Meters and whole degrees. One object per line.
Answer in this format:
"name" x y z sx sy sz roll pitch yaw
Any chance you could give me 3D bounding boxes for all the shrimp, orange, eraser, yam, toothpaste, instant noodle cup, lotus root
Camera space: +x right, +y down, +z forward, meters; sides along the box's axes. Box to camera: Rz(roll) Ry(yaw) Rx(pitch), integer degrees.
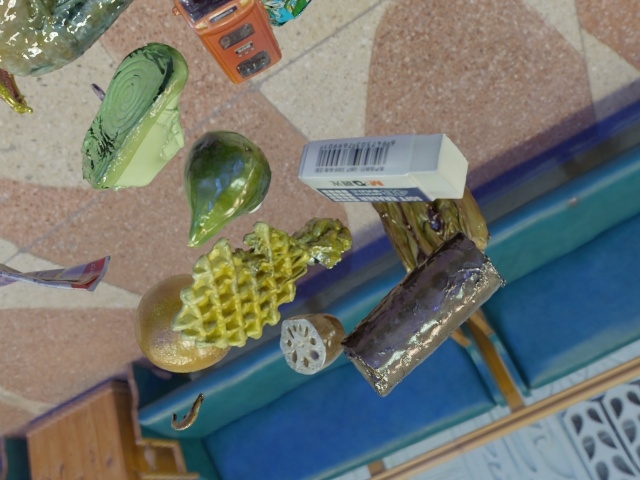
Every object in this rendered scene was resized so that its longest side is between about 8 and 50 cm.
"shrimp" -0.339 0.431 1.593 0.083 0.114 0.023 -11 124 31
"orange" -0.362 0.225 1.704 0.274 0.274 0.274 -15 149 -10
"eraser" 0.107 -0.125 1.120 0.279 0.081 0.124 2 162 35
"shrimp" -0.477 -0.490 1.224 0.446 0.110 0.221 -37 147 2
"yam" 0.161 0.110 0.989 0.280 0.131 0.131 -42 150 -8
"toothpaste" -0.517 0.064 1.159 0.301 0.048 0.075 -2 -159 23
"instant noodle cup" -0.163 -0.726 1.746 0.240 0.240 0.178 -43 160 33
"lotus root" -0.014 0.198 1.217 0.122 0.112 0.081 -11 179 43

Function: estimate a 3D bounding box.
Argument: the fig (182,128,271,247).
"fig" -0.231 -0.107 1.416 0.206 0.275 0.206 21 158 9

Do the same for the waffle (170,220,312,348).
"waffle" -0.134 0.083 1.087 0.250 0.056 0.261 -56 148 6

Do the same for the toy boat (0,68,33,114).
"toy boat" -0.727 -0.440 1.408 0.099 0.141 0.317 -3 116 -4

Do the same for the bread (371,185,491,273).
"bread" 0.274 -0.052 1.425 0.167 0.277 0.325 -33 165 31

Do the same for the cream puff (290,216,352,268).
"cream puff" 0.001 -0.001 1.583 0.156 0.156 0.121 -32 107 17

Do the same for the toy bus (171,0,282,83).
"toy bus" -0.167 -0.395 1.068 0.143 0.153 0.329 -27 170 3

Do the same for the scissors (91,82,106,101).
"scissors" -0.381 -0.233 1.152 0.022 0.085 0.176 -47 -174 -13

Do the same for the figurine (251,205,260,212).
"figurine" -0.318 -0.200 2.128 0.141 0.250 0.166 15 106 -57

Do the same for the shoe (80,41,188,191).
"shoe" -0.288 -0.191 0.993 0.262 0.140 0.128 -51 158 18
